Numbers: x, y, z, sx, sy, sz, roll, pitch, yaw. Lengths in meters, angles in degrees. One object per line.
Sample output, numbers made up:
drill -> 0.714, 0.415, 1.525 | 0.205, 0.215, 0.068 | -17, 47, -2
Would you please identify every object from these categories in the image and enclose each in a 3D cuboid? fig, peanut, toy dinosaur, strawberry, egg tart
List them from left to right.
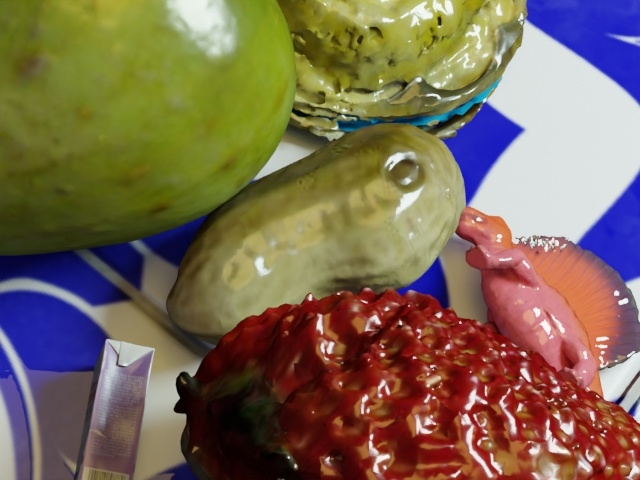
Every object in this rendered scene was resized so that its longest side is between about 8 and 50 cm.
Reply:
fig -> -0.185, -0.110, 1.038 | 0.326, 0.258, 0.258 | -25, 70, -8
peanut -> 0.000, 0.000, 1.092 | 0.236, 0.110, 0.120 | -30, 81, -20
egg tart -> 0.029, -0.205, 1.201 | 0.290, 0.107, 0.291 | 4, 63, -7
strawberry -> 0.060, 0.131, 0.961 | 0.257, 0.261, 0.261 | -41, 76, -16
toy dinosaur -> 0.195, 0.083, 1.125 | 0.139, 0.070, 0.286 | -20, 69, -43

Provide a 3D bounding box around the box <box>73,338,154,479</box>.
box -> -0.139, 0.128, 1.035 | 0.036, 0.051, 0.117 | 13, 61, -12
